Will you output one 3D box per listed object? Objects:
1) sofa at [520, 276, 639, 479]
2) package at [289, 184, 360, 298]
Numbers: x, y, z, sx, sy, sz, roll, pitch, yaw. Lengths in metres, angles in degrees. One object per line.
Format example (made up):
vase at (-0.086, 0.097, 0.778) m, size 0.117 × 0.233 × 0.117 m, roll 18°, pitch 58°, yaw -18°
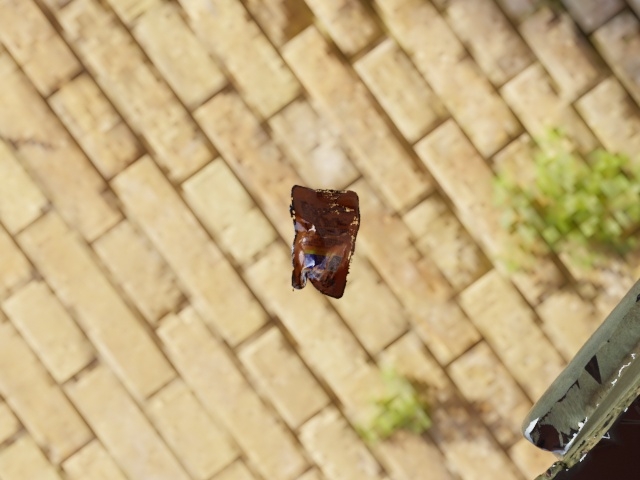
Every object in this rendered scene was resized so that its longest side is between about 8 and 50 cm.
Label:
sofa at (0.292, 0.157, 1.321) m, size 0.258 × 0.200 × 0.182 m, roll 38°, pitch -173°, yaw -1°
package at (0.001, 0.000, 1.812) m, size 0.033 × 0.077 × 0.111 m, roll 163°, pitch 114°, yaw -79°
